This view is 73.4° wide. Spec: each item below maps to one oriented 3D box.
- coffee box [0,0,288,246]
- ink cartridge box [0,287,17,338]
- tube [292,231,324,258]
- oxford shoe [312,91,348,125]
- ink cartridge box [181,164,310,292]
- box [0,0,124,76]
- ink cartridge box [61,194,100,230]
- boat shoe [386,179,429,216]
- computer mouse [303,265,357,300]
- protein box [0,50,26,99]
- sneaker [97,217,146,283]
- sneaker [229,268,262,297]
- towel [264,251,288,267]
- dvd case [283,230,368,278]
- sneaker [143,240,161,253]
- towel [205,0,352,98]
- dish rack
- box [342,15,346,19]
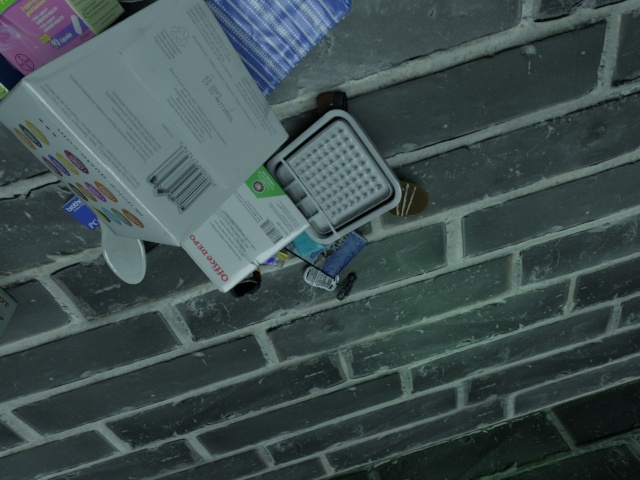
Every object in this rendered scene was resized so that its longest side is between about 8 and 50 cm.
[{"bbox_3d":[-0.347,-0.229,0.860,0.338,0.335,0.337,-52,126,-27],"label":"coffee box"},{"bbox_3d":[-0.998,0.227,1.086,0.166,0.394,0.285,-21,127,-1],"label":"ink cartridge box"},{"bbox_3d":[-0.071,-0.030,1.302,0.080,0.052,0.207,-25,124,14],"label":"tube"},{"bbox_3d":[0.026,-0.291,1.160,0.096,0.082,0.227,4,130,12],"label":"oxford shoe"},{"bbox_3d":[-0.203,-0.035,1.139,0.289,0.121,0.211,-38,95,0],"label":"ink cartridge box"},{"bbox_3d":[-0.533,-0.454,0.768,0.214,0.117,0.243,-14,133,26],"label":"box"},{"bbox_3d":[-0.573,-0.124,1.148,0.207,0.046,0.097,-34,125,11],"label":"ink cartridge box"},{"bbox_3d":[0.175,-0.138,1.283,0.303,0.098,0.109,2,111,-12],"label":"boat shoe"},{"bbox_3d":[0.026,0.133,1.469,0.193,0.042,0.106,24,94,-22],"label":"computer mouse"},{"bbox_3d":[-0.689,-0.376,0.835,0.136,0.199,0.201,-25,127,16],"label":"protein box"},{"bbox_3d":[-0.489,-0.045,1.087,0.105,0.147,0.295,-10,109,3],"label":"sneaker"},{"bbox_3d":[-0.202,0.039,1.267,0.125,0.180,0.320,5,124,-17],"label":"sneaker"},{"bbox_3d":[-0.152,0.058,1.399,0.083,0.009,0.060,19,120,-24],"label":"towel"},{"bbox_3d":[0.000,0.000,1.364,0.253,0.022,0.180,33,112,-22],"label":"dvd case"},{"bbox_3d":[-0.428,-0.092,1.175,0.331,0.122,0.146,-40,109,14],"label":"sneaker"},{"bbox_3d":[-0.122,-0.495,0.973,0.336,0.040,0.243,-40,125,21],"label":"towel"},{"bbox_3d":[0.035,-0.163,1.138,0.333,0.072,0.285,-30,100,41],"label":"dish rack"},{"bbox_3d":[-0.024,-0.595,0.954,0.201,0.021,0.164,2,125,-15],"label":"box"}]
